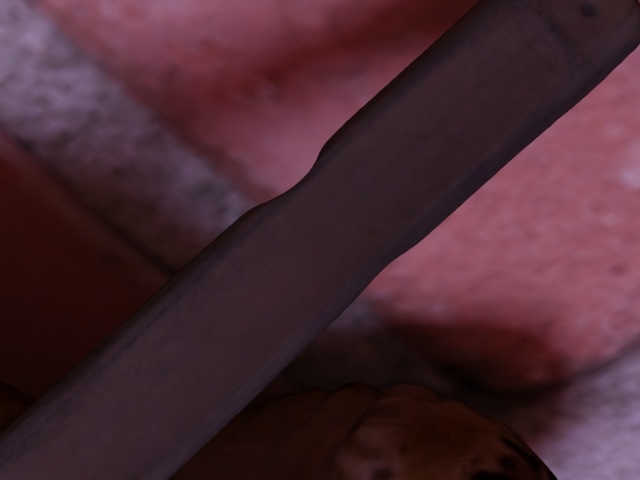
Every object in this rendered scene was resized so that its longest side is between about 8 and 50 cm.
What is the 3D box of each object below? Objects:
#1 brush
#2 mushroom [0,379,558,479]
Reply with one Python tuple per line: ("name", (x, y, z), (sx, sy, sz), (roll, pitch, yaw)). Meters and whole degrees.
("brush", (0.000, 0.000, 0.452), (0.034, 0.190, 0.027), (49, 165, -5))
("mushroom", (-0.108, 0.156, 0.556), (0.345, 0.239, 0.345), (11, 114, 27))
